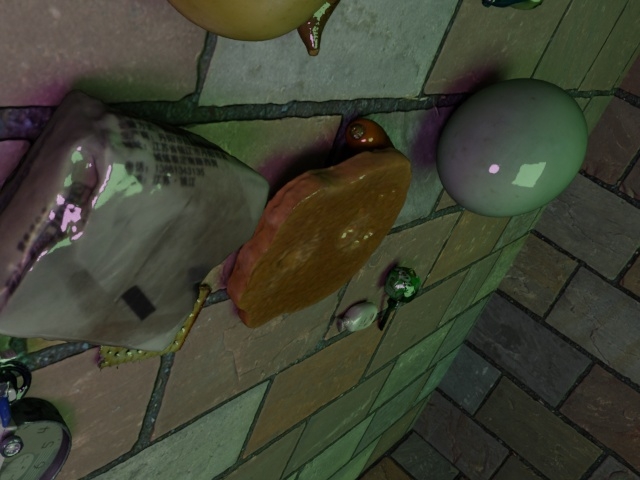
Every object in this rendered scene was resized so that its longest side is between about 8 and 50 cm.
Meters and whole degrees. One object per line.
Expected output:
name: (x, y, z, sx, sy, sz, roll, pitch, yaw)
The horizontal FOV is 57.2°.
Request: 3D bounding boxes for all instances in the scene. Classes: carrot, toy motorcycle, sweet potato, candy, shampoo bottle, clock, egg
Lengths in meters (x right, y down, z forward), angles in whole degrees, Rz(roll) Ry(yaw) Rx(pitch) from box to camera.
carrot: (0.100, -0.155, 1.033, 0.067, 0.067, 0.225, -54, 156, 2)
toy motorcycle: (-0.403, 0.214, 0.619, 0.150, 0.102, 0.221, 18, 98, -51)
sweet potato: (0.012, -0.341, 0.669, 0.069, 0.059, 0.249, -16, 133, -33)
candy: (0.194, 0.175, 1.603, 0.097, 0.097, 0.323, -37, 159, -29)
shampoo bottle: (0.085, 0.194, 1.462, 0.152, 0.045, 0.077, -1, 124, -57)
clock: (-0.431, 0.303, 0.762, 0.215, 0.042, 0.215, -38, 150, -26)
egg: (0.403, -0.195, 1.231, 0.389, 0.276, 0.276, -33, 148, -35)

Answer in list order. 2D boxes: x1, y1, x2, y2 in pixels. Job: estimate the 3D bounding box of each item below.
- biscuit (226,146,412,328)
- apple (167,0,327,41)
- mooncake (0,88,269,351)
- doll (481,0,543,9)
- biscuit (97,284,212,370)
biscuit: (-0.001, -0.002, 1.018, 0.365, 0.062, 0.385, -22, 151, -39)
apple: (-0.069, -0.268, 0.485, 0.200, 0.200, 0.200, -38, 151, -27)
mooncake: (-0.209, -0.014, 0.611, 0.250, 0.136, 0.254, -56, 145, 8)
doll: (0.299, -0.471, 0.837, 0.321, 0.186, 0.198, -66, -173, -11)
biscuit: (-0.252, 0.125, 0.859, 0.203, 0.016, 0.144, 1, 122, -60)
